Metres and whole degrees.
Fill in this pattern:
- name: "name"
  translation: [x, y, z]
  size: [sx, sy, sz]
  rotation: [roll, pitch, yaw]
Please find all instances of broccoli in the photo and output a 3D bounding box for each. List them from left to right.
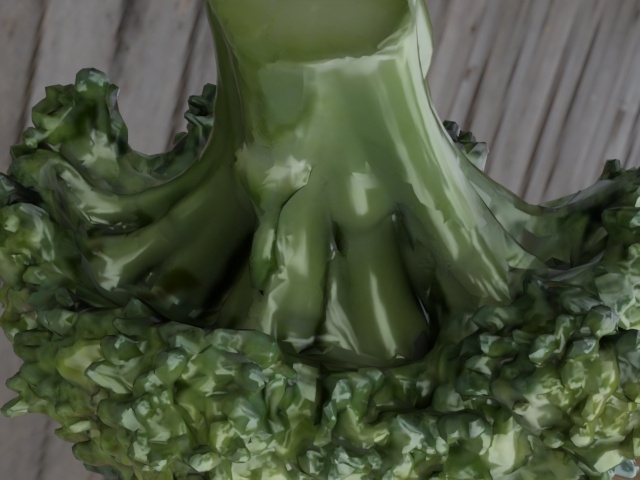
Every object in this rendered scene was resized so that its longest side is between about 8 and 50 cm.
- name: "broccoli"
  translation: [0.003, 0.019, 0.580]
  size: [0.260, 0.288, 0.235]
  rotation: [80, 0, -79]
